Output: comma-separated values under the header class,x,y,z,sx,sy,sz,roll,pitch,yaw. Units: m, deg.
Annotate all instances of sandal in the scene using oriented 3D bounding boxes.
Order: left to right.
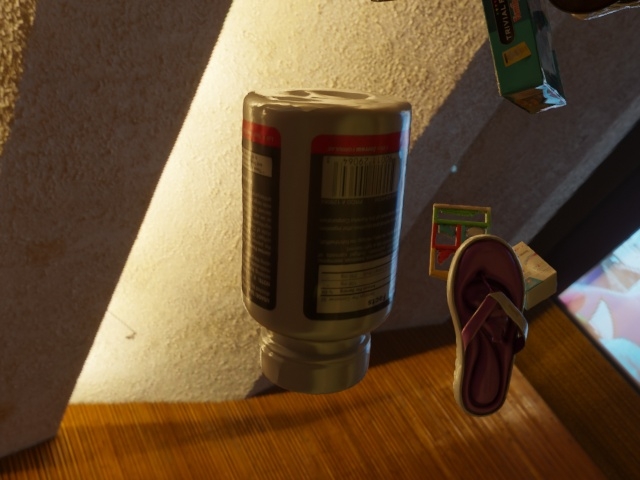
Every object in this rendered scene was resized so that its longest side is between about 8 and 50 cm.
class,x,y,z,sx,sy,sz,roll,pitch,yaw
sandal,0.360,0.190,1.251,0.169,0.102,0.416,-10,-71,-11

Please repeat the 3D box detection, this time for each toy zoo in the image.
class,x,y,z,sx,sy,sz,roll,pitch,yaw
toy zoo,0.461,0.025,1.997,0.192,0.293,0.030,5,-18,7

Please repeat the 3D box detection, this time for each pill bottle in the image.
class,x,y,z,sx,sy,sz,roll,pitch,yaw
pill bottle,0.000,0.000,0.670,0.176,0.176,0.319,-11,-66,-34

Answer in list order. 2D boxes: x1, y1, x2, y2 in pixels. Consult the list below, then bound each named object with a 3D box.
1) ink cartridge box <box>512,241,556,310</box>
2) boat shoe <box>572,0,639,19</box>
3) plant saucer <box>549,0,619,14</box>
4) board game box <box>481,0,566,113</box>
class,x,y,z,sx,sy,sz,roll,pitch,yaw
ink cartridge box,0.506,0.082,1.517,0.092,0.143,0.090,-31,-42,-7
boat shoe,0.685,-0.549,1.298,0.277,0.098,0.096,-19,7,14
plant saucer,0.465,-0.483,1.020,0.198,0.036,0.199,-4,-44,-4
board game box,0.377,-0.428,1.155,0.079,0.336,0.253,-12,-4,30
